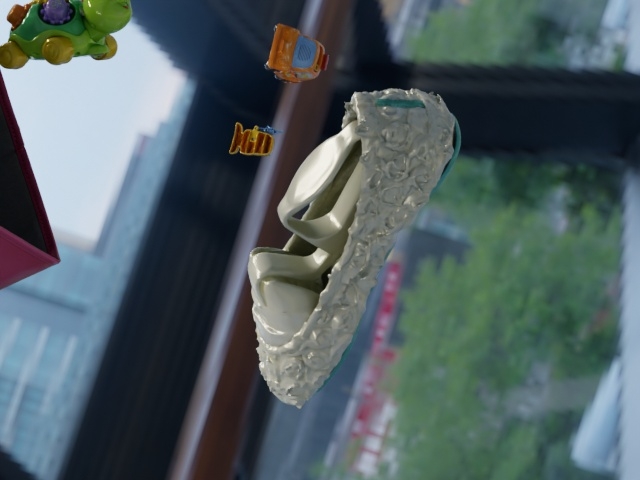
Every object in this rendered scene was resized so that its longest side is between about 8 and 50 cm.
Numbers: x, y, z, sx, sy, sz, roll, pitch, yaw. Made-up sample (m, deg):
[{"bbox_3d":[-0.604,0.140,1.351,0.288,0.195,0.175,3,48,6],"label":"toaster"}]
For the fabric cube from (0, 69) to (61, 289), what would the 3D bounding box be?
[{"bbox_3d":[-0.422,-0.068,1.642,0.254,0.258,0.259,39,-152,-65],"label":"fabric cube"}]

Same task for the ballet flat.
[{"bbox_3d":[0.000,0.000,1.969,0.147,0.147,0.409,-76,13,-60],"label":"ballet flat"}]

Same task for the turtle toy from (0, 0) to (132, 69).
[{"bbox_3d":[-0.223,-0.190,1.670,0.095,0.130,0.066,-17,-78,-62],"label":"turtle toy"}]

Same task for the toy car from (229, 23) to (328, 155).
[{"bbox_3d":[-0.025,-0.100,1.357,0.060,0.040,0.122,73,-148,-62],"label":"toy car"}]
